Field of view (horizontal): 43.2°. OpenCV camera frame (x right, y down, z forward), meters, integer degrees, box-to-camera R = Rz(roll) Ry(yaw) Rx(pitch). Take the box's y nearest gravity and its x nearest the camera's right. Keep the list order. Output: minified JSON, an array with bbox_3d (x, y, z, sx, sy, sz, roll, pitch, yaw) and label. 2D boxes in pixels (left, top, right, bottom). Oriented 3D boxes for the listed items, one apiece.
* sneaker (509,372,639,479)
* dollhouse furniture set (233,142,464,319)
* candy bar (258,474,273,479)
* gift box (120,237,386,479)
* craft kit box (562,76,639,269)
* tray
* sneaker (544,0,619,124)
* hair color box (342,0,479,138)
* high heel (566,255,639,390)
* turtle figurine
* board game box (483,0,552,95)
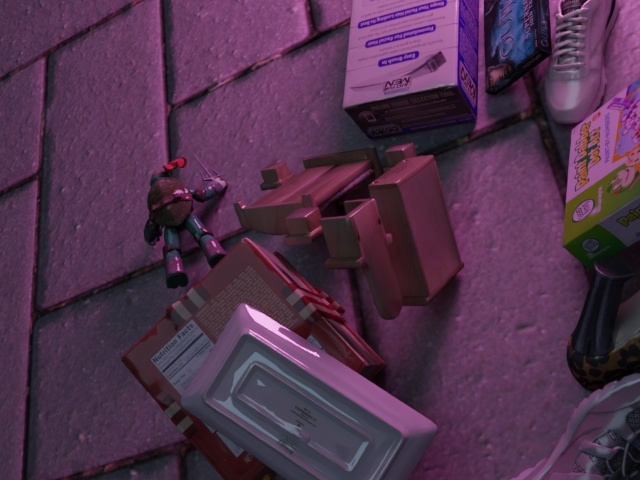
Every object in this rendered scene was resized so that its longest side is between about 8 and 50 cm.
[{"bbox_3d":[0.309,0.266,0.887,0.281,0.105,0.115,-52,26,13],"label":"sneaker"},{"bbox_3d":[0.000,0.000,1.161,0.355,0.174,0.303,-4,22,38],"label":"dollhouse furniture set"},{"bbox_3d":[-0.082,0.344,1.153,0.040,0.018,0.161,-8,64,24],"label":"candy bar"},{"bbox_3d":[-0.069,0.182,1.069,0.255,0.258,0.276,-40,79,2],"label":"gift box"},{"bbox_3d":[0.395,-0.118,0.936,0.246,0.061,0.250,-45,15,41],"label":"craft kit box"},{"bbox_3d":[-0.019,0.198,0.912,0.270,0.030,0.145,31,89,12],"label":"tray"},{"bbox_3d":[0.356,-0.277,1.136,0.090,0.095,0.235,3,71,31],"label":"sneaker"},{"bbox_3d":[0.149,-0.342,1.284,0.185,0.110,0.339,-7,63,27],"label":"hair color box"},{"bbox_3d":[0.424,0.102,0.946,0.261,0.186,0.093,1,35,-2],"label":"high heel"},{"bbox_3d":[-0.243,-0.043,1.381,0.175,0.118,0.234,-32,61,15],"label":"turtle figurine"},{"bbox_3d":[0.289,-0.323,1.199,0.126,0.026,0.186,-37,43,56],"label":"board game box"}]
